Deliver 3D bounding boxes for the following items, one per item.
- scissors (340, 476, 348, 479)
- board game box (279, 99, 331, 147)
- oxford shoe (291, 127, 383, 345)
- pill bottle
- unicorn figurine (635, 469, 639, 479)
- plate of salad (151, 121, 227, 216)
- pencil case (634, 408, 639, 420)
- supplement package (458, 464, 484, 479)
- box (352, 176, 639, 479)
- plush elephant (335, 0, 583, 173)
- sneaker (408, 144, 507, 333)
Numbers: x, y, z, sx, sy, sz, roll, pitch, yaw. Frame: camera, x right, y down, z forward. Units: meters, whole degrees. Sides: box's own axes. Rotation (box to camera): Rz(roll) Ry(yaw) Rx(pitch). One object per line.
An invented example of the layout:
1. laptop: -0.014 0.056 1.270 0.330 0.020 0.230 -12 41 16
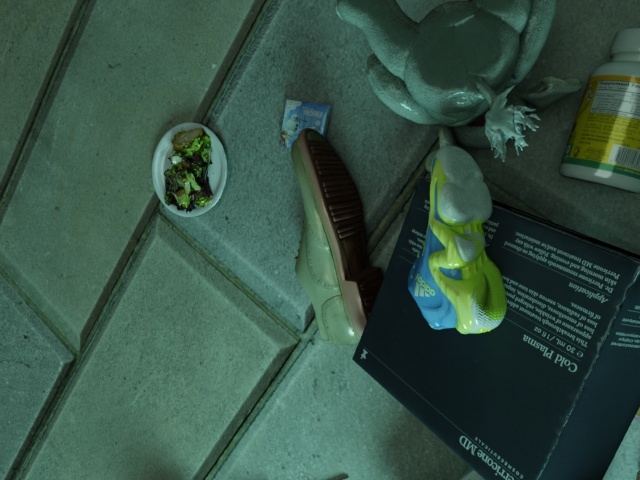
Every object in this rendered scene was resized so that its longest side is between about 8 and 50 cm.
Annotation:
1. scissors: -0.050 0.569 1.053 0.297 0.021 0.109 -30 93 7
2. board game box: -0.030 -0.217 1.013 0.090 0.020 0.090 13 97 24
3. oxford shoe: 0.000 0.000 0.952 0.147 0.140 0.396 -18 83 32
4. pill bottle: 0.426 -0.179 0.750 0.118 0.118 0.208 19 101 23
5. unicorn figurine: 0.512 0.316 0.759 0.060 0.111 0.162 51 126 3
6. plate of salad: -0.284 -0.149 1.121 0.200 0.048 0.199 2 94 24
7. pencil case: 0.580 0.232 0.678 0.386 0.167 0.160 27 111 21
8. supplement package: 0.324 0.396 0.826 0.179 0.105 0.105 42 127 17
9. box: 0.252 0.118 0.743 0.343 0.179 0.312 35 109 51
10. plush elephant: 0.222 -0.239 0.786 0.272 0.255 0.329 -24 75 15
11. sneaker: 0.152 0.003 0.679 0.126 0.091 0.240 -28 58 50
